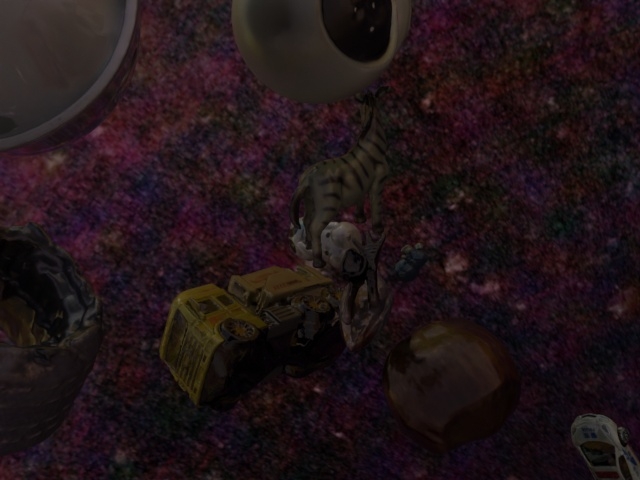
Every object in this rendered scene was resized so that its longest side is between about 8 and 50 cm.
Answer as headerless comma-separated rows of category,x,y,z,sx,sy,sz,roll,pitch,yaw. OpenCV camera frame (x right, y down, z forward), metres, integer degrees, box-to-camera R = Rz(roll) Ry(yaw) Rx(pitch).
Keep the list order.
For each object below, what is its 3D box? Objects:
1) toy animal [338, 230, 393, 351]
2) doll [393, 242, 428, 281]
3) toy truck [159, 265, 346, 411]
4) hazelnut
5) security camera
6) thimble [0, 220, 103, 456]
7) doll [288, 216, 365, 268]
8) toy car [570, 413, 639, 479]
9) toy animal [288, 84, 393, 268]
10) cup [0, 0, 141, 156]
toy animal,0.082,0.095,1.312,0.090,0.324,0.195,12,84,9
doll,0.183,0.049,1.571,0.050,0.076,0.083,44,115,29
toy truck,-0.122,0.164,1.496,0.254,0.405,0.181,35,121,31
hazelnut,0.221,0.230,1.258,0.218,0.233,0.218,18,115,46
security camera,-0.004,-0.252,0.847,0.194,0.195,0.236,-18,14,22
thimble,-0.353,0.100,0.833,0.172,0.205,0.236,-56,37,26
doll,0.005,0.002,1.763,0.180,0.107,0.110,10,102,17
toy car,0.502,0.385,1.309,0.095,0.205,0.056,-17,23,46
toy animal,0.031,-0.082,0.927,0.073,0.176,0.217,10,30,36
cup,-0.296,-0.246,0.660,0.259,0.274,0.357,-9,96,-11
